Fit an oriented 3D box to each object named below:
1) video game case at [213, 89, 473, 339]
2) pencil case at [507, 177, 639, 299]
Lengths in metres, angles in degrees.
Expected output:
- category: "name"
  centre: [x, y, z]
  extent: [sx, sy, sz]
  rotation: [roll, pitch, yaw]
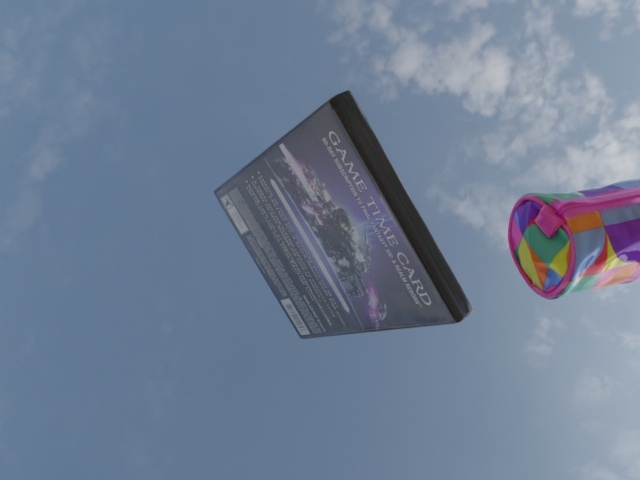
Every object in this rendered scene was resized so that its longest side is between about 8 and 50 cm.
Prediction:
- category: "video game case"
  centre: [0.000, 0.000, 0.581]
  extent: [0.026, 0.274, 0.196]
  rotation: [-33, -84, -30]
- category: "pencil case"
  centre: [0.294, -0.015, 0.567]
  extent: [0.236, 0.104, 0.104]
  rotation: [-13, -104, -14]
